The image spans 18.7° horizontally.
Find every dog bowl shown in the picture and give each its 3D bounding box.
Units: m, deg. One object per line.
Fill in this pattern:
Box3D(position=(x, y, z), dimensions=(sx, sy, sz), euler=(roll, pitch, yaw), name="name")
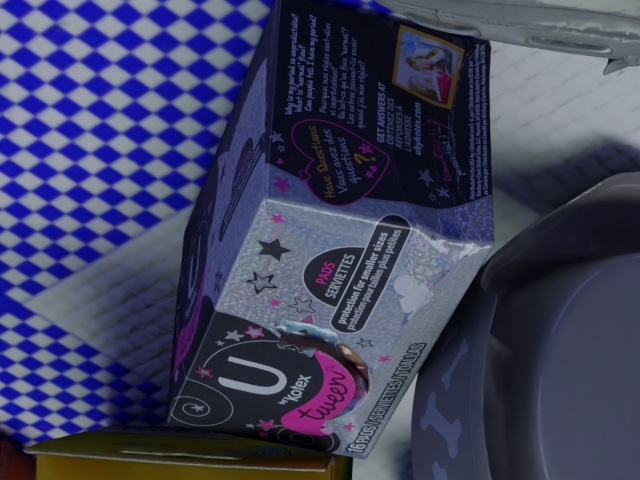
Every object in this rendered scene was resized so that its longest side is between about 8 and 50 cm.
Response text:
Box3D(position=(0.205, 0.136, 1.222), dimensions=(0.348, 0.349, 0.102), euler=(28, 150, -26), name="dog bowl")

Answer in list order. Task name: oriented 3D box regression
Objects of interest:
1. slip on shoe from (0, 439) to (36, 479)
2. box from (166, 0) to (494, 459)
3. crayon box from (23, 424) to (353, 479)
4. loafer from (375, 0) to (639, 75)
Box3D(position=(-0.261, 0.214, 1.554), dimensions=(0.331, 0.123, 0.101), euler=(27, 134, -18), name="slip on shoe")
Box3D(position=(0.000, 0.000, 1.198), dimensions=(0.142, 0.163, 0.247), euler=(11, 142, -11), name="box")
Box3D(position=(-0.085, 0.179, 1.375), dimensions=(0.202, 0.081, 0.318), euler=(3, 177, 5), name="crayon box")
Box3D(position=(0.178, -0.143, 1.045), dimensions=(0.319, 0.112, 0.111), euler=(12, 148, 4), name="loafer")
